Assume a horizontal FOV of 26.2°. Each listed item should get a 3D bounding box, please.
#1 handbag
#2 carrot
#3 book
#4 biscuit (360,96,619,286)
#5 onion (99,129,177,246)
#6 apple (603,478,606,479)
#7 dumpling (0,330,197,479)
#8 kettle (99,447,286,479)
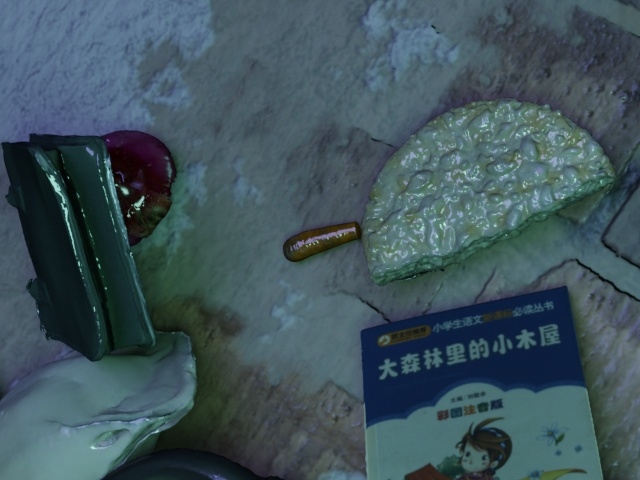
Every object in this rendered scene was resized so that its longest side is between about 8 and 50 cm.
[{"bbox_3d":[-0.284,0.002,1.547,0.260,0.079,0.247,9,116,63],"label":"handbag"},{"bbox_3d":[0.000,0.000,1.567,0.093,0.032,0.032,-17,66,18],"label":"carrot"},{"bbox_3d":[0.152,0.190,1.337,0.228,0.018,0.322,-12,47,10],"label":"book"},{"bbox_3d":[0.170,-0.068,1.475,0.281,0.084,0.179,-21,61,17],"label":"biscuit"},{"bbox_3d":[-0.258,-0.071,1.653,0.150,0.140,0.150,-9,71,28],"label":"onion"},{"bbox_3d":[0.165,0.305,1.330,0.265,0.120,0.193,-37,47,-9],"label":"apple"},{"bbox_3d":[-0.289,0.219,1.571,0.341,0.181,0.260,-56,16,29],"label":"dumpling"},{"bbox_3d":[-0.145,0.377,1.392,0.324,0.228,0.321,-34,76,18],"label":"kettle"}]
